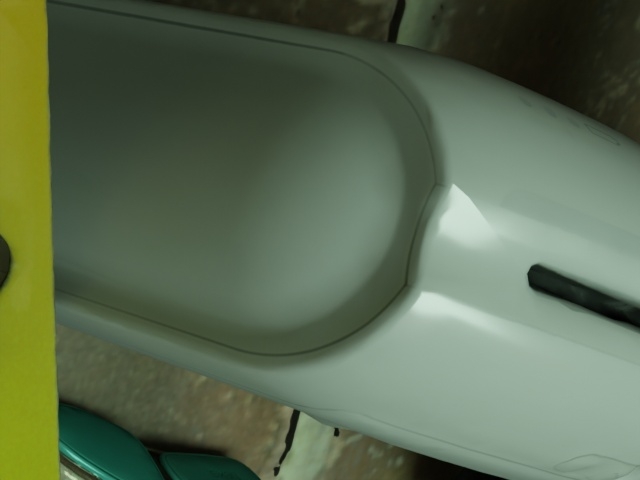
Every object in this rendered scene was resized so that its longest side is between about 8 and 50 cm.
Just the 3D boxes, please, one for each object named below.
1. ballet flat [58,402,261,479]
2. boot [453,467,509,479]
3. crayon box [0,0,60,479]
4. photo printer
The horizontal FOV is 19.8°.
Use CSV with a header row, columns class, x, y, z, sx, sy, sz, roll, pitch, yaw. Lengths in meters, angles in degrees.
class,x,y,z,sx,sy,sz,roll,pitch,yaw
ballet flat,-0.084,0.116,0.814,0.052,0.057,0.168,-48,141,12
boot,0.270,0.037,0.833,0.367,0.146,0.445,-30,174,-18
crayon box,-0.232,0.001,0.480,0.318,0.081,0.202,-4,126,-14
photo printer,0.000,0.000,0.602,0.256,0.307,0.107,21,85,-49
